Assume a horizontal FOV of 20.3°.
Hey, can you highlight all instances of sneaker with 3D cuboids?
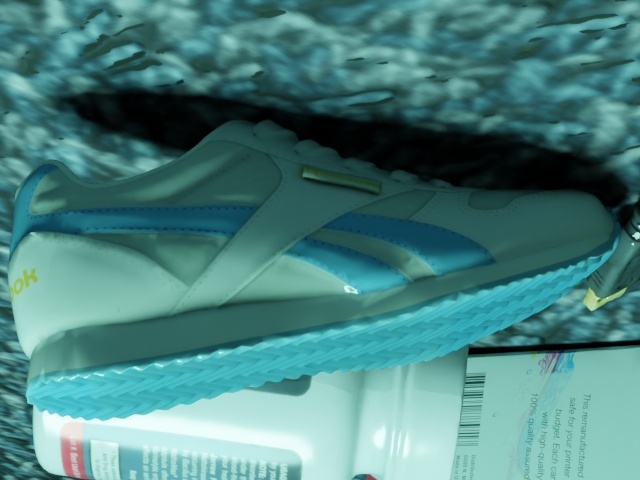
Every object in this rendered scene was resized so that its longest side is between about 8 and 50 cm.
[{"bbox_3d":[0.000,0.000,0.659,0.229,0.092,0.087,-8,161,-14],"label":"sneaker"}]

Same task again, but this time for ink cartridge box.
[{"bbox_3d":[0.127,0.132,0.896,0.176,0.128,0.127,-5,157,33],"label":"ink cartridge box"}]

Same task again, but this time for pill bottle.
[{"bbox_3d":[-0.029,0.061,0.793,0.180,0.108,0.108,8,160,2],"label":"pill bottle"}]

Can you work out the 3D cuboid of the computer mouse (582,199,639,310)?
[{"bbox_3d":[0.197,0.050,0.747,0.184,0.060,0.262,6,160,2],"label":"computer mouse"}]
